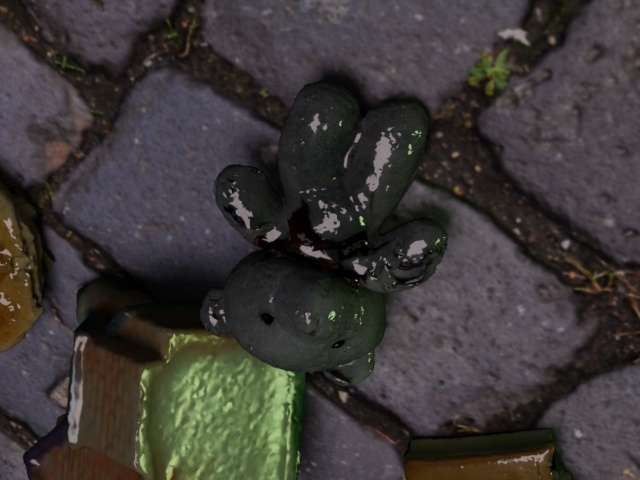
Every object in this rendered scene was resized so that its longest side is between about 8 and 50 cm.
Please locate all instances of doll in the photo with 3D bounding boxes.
[{"bbox_3d":[-0.002,0.006,1.586,0.246,0.158,0.340,20,127,-2],"label":"doll"}]

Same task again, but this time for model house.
[{"bbox_3d":[-0.197,0.209,1.805,0.280,0.245,0.312,16,105,50],"label":"model house"}]

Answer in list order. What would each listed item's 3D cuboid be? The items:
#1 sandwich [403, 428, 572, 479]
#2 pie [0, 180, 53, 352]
[{"bbox_3d":[0.225,0.328,1.763,0.212,0.063,0.245,-10,119,30],"label":"sandwich"},{"bbox_3d":[-0.476,0.002,1.874,0.339,0.083,0.339,12,127,16],"label":"pie"}]
